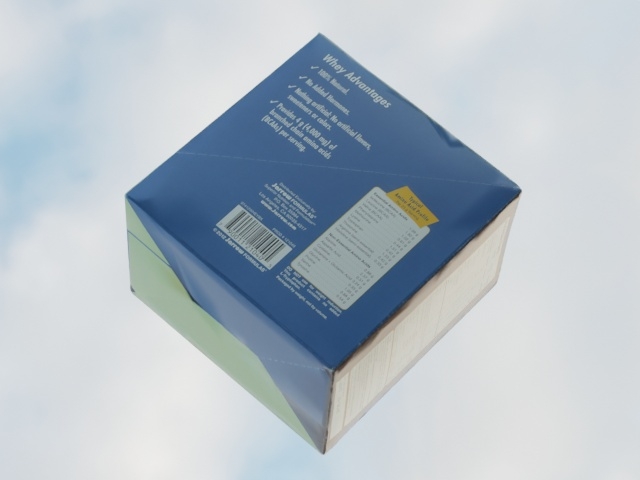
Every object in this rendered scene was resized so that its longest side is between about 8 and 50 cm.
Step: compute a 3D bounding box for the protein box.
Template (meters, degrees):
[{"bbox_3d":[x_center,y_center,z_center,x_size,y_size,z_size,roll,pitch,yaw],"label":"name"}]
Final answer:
[{"bbox_3d":[0.000,0.000,1.339,0.201,0.200,0.136,-42,-20,-25],"label":"protein box"}]
